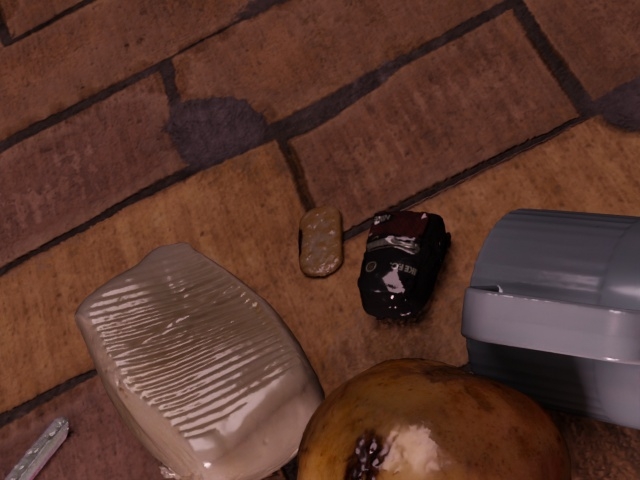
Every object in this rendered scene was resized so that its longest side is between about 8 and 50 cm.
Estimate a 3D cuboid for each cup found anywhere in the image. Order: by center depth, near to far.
[{"bbox_3d":[0.341,0.111,1.755,0.311,0.257,0.331,7,32,33],"label":"cup"}]

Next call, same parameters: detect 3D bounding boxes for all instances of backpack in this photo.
[{"bbox_3d":[0.112,0.029,2.098,0.120,0.106,0.165,-3,45,21],"label":"backpack"}]

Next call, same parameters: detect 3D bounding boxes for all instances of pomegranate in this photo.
[{"bbox_3d":[0.126,0.277,1.710,0.322,0.322,0.322,-16,44,15],"label":"pomegranate"}]

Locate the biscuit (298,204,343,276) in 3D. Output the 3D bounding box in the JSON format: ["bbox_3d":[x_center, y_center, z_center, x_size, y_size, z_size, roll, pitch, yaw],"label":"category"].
[{"bbox_3d":[0.000,0.000,2.255,0.071,0.018,0.147,-15,43,13],"label":"biscuit"}]

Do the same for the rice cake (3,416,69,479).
[{"bbox_3d":[-0.432,0.341,2.155,0.033,0.033,0.208,21,60,29],"label":"rice cake"}]

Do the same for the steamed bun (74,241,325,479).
[{"bbox_3d":[-0.151,0.195,1.998,0.247,0.236,0.383,-34,47,-18],"label":"steamed bun"}]
